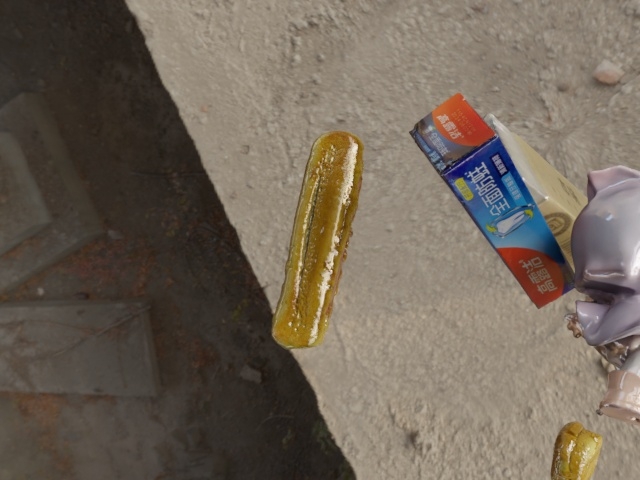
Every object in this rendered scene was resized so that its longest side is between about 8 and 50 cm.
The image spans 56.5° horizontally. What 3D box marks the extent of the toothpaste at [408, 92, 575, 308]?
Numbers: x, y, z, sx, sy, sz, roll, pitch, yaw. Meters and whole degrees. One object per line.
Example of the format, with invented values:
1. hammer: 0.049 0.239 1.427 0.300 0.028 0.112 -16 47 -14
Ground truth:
1. toothpaste: 0.203 -0.026 0.655 0.066 0.320 0.076 -36 47 14

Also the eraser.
1. eraser: 0.343 -0.057 0.920 0.078 0.343 0.144 -36 47 29

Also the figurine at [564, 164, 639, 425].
1. figurine: 0.324 0.053 0.604 0.133 0.200 0.276 15 66 -10

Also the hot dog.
1. hot dog: -0.002 -0.001 0.755 0.088 0.061 0.286 14 79 15

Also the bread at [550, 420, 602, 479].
1. bread: 0.308 0.262 0.723 0.046 0.083 0.081 17 62 35
